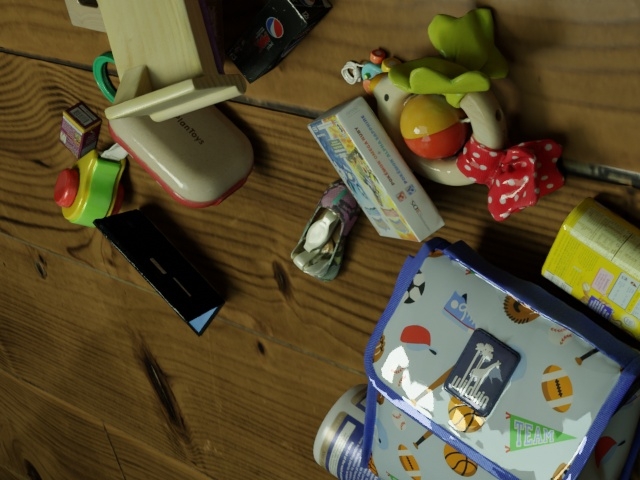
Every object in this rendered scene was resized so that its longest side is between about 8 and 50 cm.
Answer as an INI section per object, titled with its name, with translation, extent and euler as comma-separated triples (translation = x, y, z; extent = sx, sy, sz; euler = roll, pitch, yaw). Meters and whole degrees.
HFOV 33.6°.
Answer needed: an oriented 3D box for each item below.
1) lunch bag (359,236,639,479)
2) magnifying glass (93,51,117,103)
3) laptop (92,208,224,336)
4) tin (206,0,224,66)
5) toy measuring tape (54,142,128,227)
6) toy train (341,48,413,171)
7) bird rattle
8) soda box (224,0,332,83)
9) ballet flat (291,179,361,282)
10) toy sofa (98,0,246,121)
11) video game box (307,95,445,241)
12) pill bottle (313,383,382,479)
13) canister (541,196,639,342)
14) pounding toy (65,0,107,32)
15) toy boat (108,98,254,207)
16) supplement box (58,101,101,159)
[lunch bag]
translation = 0.230, 0.216, 1.358
extent = 0.328, 0.239, 0.385
euler = 33, 136, 30
[magnifying glass]
translation = -0.277, -0.222, 1.692
extent = 0.231, 0.026, 0.092
euler = 38, 142, 19
[laptop]
translation = -0.300, 0.073, 1.875
extent = 0.234, 0.264, 0.136
euler = 46, 107, 5
[tin]
translation = -0.174, -0.306, 1.453
extent = 0.106, 0.040, 0.189
euler = 22, 121, 45
[toy measuring tape]
translation = -0.372, -0.095, 1.817
extent = 0.330, 0.121, 0.121
euler = -22, 105, 52
[toy train]
translation = 0.083, -0.157, 1.346
extent = 0.125, 0.046, 0.166
euler = -21, 106, 52
[bird rattle]
translation = 0.165, -0.136, 1.232
extent = 0.207, 0.143, 0.253
euler = -1, 133, 47
[soda box]
translation = -0.057, -0.274, 1.384
extent = 0.060, 0.053, 0.169
euler = 52, 145, -3
[ballet flat]
translation = 0.000, 0.000, 1.544
extent = 0.077, 0.079, 0.221
euler = 39, 143, 13
[toy sofa]
translation = -0.212, -0.343, 1.356
extent = 0.150, 0.177, 0.362
euler = -14, 92, 30
[video game box]
translation = 0.066, -0.088, 1.352
extent = 0.187, 0.048, 0.205
euler = 54, 173, -8
[pill bottle]
translation = 0.133, 0.351, 1.650
extent = 0.265, 0.153, 0.153
euler = 31, 140, 25
[canister]
translation = 0.350, 0.041, 1.217
extent = 0.170, 0.073, 0.126
euler = 37, 143, 20
[pounding toy]
translation = -0.309, -0.364, 1.506
extent = 0.141, 0.130, 0.100
euler = 18, 133, 36
[toy boat]
translation = -0.218, -0.135, 1.599
extent = 0.231, 0.151, 0.151
euler = 45, 148, 8
[supplement box]
translation = -0.421, -0.192, 1.849
extent = 0.055, 0.043, 0.083
euler = 42, 143, 10
